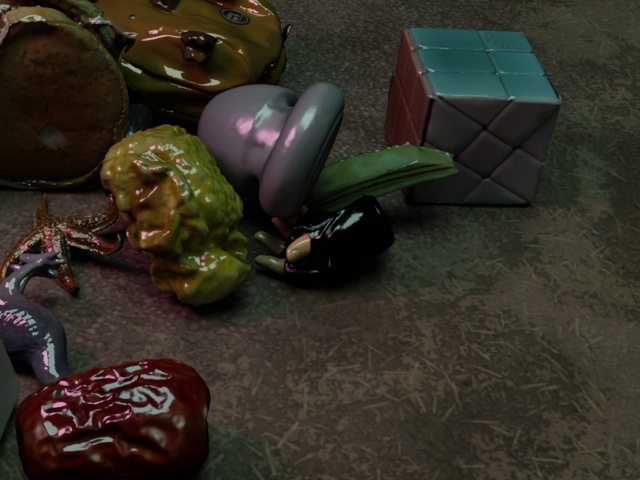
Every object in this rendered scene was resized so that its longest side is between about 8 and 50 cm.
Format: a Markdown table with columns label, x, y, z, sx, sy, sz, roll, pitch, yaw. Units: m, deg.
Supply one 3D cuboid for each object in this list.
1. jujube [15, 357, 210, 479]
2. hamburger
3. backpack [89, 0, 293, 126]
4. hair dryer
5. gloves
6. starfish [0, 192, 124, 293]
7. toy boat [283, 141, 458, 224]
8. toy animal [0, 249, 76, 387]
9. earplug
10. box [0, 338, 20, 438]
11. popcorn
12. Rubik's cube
| label | x | y | z | sx | sy | sz | roll | pitch | yaw |
| --- | --- | --- | --- | --- | --- | --- | --- | --- | --- |
| jujube | -0.241 | 0.222 | 1.260 | 0.230 | 0.155 | 0.155 | -7 | 42 | -16 |
| hamburger | -0.436 | -0.233 | 1.668 | 0.277 | 0.318 | 0.195 | 20 | 27 | -34 |
| backpack | -0.249 | -0.354 | 1.915 | 0.378 | 0.201 | 0.353 | 11 | 35 | -2 |
| hair dryer | -0.244 | -0.133 | 1.767 | 0.219 | 0.075 | 0.195 | 12 | 49 | -8 |
| gloves | 0.000 | 0.000 | 1.605 | 0.203 | 0.124 | 0.164 | -26 | 3 | 7 |
| starfish | -0.391 | -0.009 | 1.582 | 0.213 | 0.057 | 0.238 | -24 | 46 | -23 |
| toy boat | 0.069 | -0.098 | 1.690 | 0.293 | 0.055 | 0.093 | -16 | 42 | 7 |
| toy animal | -0.421 | 0.097 | 1.418 | 0.367 | 0.081 | 0.205 | 22 | 60 | 13 |
| earplug | -0.071 | -0.149 | 1.614 | 0.175 | 0.214 | 0.325 | 27 | -4 | -28 |
| box | -0.443 | 0.192 | 1.196 | 0.106 | 0.203 | 0.251 | -2 | 41 | 10 |
| popcorn | -0.217 | -0.056 | 1.541 | 0.174 | 0.225 | 0.286 | -31 | 47 | 4 |
| Rubik's cube | 0.249 | -0.212 | 1.813 | 0.231 | 0.221 | 0.224 | 1 | 40 | -10 |
